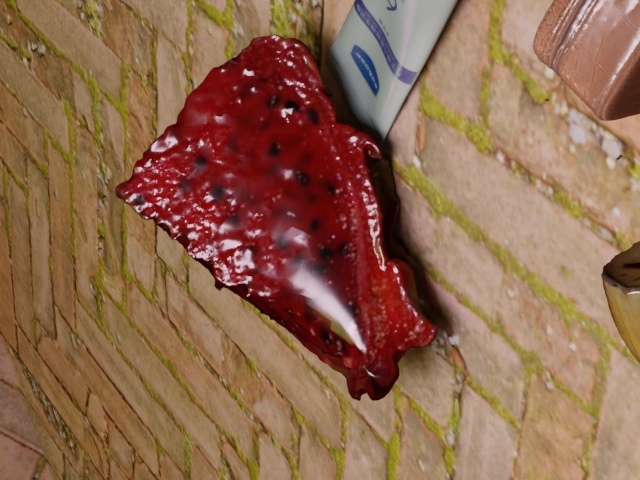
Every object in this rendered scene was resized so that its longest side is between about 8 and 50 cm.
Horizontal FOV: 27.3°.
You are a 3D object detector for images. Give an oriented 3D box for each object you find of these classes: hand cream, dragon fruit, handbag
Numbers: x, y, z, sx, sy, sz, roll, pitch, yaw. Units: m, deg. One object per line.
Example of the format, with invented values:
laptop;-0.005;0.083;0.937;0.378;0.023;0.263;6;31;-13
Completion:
hand cream;0.074;-0.202;1.151;0.109;0.067;0.320;60;155;16
dragon fruit;0.006;-0.008;1.322;0.329;0.228;0.286;37;172;16
handbag;0.227;-0.154;0.777;0.072;0.193;0.151;52;140;26

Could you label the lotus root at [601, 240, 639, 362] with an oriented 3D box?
lotus root;0.278;0.044;0.918;0.159;0.095;0.135;2;120;15
